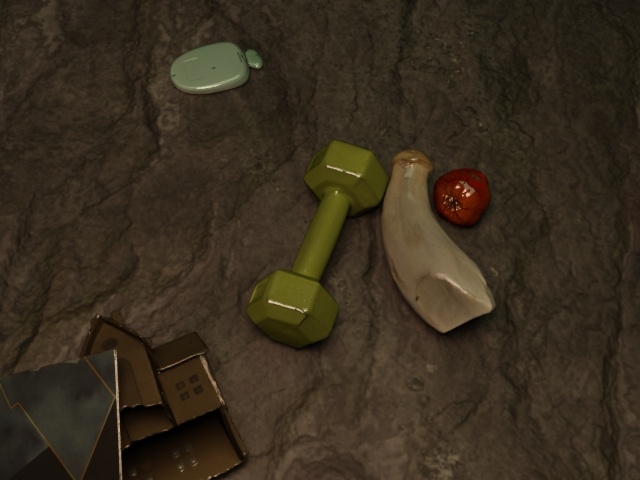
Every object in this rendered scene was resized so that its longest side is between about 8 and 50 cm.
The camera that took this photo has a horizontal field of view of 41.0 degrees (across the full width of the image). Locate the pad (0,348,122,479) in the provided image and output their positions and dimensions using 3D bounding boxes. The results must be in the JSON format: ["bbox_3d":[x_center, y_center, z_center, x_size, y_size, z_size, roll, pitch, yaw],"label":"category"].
[{"bbox_3d":[-0.307,0.220,0.951,0.243,0.004,0.163,-17,71,31],"label":"pad"}]

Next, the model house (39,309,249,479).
[{"bbox_3d":[-0.238,0.170,1.050,0.211,0.204,0.243,-21,47,-14],"label":"model house"}]

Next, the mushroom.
[{"bbox_3d":[0.143,0.002,1.192,0.118,0.103,0.270,-27,69,11],"label":"mushroom"}]

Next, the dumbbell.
[{"bbox_3d":[0.000,0.000,1.192,0.108,0.121,0.301,33,61,-17],"label":"dumbbell"}]

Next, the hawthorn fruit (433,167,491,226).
[{"bbox_3d":[0.211,-0.066,1.261,0.093,0.093,0.093,1,60,-2],"label":"hawthorn fruit"}]

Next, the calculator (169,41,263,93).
[{"bbox_3d":[-0.170,-0.283,1.395,0.153,0.021,0.095,-17,63,-8],"label":"calculator"}]
